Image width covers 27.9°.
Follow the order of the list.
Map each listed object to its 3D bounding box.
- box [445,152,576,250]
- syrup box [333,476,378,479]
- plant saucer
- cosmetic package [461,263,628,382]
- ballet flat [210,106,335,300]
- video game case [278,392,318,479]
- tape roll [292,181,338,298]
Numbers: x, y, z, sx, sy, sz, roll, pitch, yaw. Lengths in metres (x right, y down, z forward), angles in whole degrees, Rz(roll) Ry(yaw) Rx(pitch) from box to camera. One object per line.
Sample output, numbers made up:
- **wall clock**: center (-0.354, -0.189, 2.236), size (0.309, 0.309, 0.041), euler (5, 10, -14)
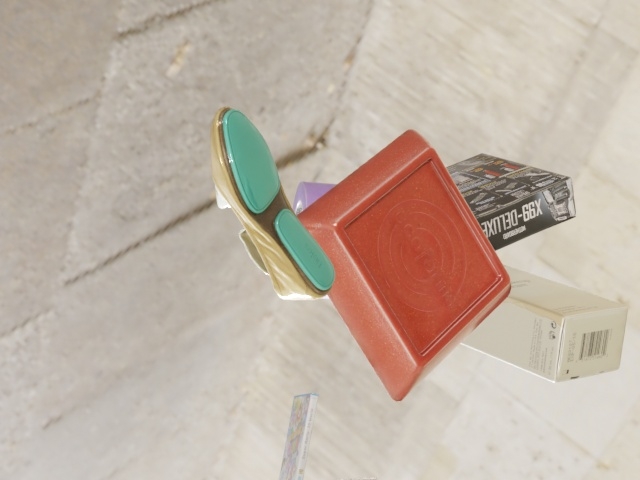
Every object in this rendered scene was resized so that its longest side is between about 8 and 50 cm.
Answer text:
- **box**: center (0.231, -0.049, 2.157), size (0.307, 0.242, 0.077), euler (-22, 114, -26)
- **syrup box**: center (0.043, 0.445, 1.729), size (0.093, 0.096, 0.237), euler (78, 6, -46)
- **plant saucer**: center (0.117, 0.021, 1.578), size (0.259, 0.258, 0.047), euler (-39, -168, -38)
- **cosmetic package**: center (0.326, 0.125, 2.093), size (0.160, 0.309, 0.113), euler (-5, 107, -39)
- **ballet flat**: center (-0.068, -0.029, 1.344), size (0.073, 0.232, 0.080), euler (-15, -158, 37)
- **video game case**: center (-0.038, 0.330, 2.069), size (0.119, 0.015, 0.166), euler (149, -48, -73)
- **tape roll**: center (0.000, 0.000, 2.085), size (0.189, 0.080, 0.189), euler (-176, -90, -80)
